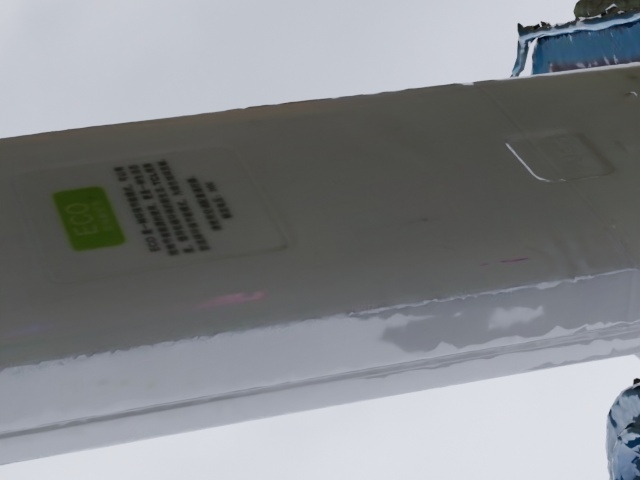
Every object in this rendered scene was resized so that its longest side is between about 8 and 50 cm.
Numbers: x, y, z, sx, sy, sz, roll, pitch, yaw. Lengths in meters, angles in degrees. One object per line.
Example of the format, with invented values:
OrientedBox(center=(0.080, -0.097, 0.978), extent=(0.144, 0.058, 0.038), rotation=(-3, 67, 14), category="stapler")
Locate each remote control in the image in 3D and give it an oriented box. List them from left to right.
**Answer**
OrientedBox(center=(0.000, 0.000, 0.428), extent=(0.250, 0.034, 0.103), rotation=(-8, -147, -18), category="remote control")

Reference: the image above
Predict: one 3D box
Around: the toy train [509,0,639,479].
OrientedBox(center=(0.196, 0.012, 0.592), extent=(0.188, 0.265, 0.300), rotation=(-18, -173, -14), category="toy train")
